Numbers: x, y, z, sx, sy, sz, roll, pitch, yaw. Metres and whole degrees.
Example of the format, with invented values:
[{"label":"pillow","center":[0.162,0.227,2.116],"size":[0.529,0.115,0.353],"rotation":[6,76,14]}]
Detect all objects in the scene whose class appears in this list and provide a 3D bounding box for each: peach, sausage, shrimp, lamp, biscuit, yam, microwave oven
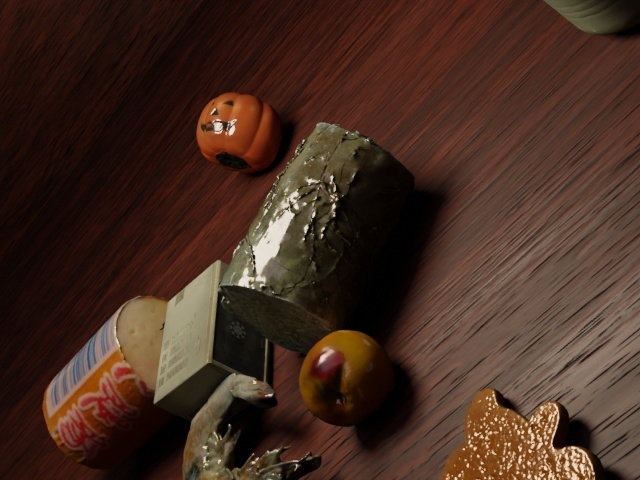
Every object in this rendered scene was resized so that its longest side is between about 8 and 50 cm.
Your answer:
[{"label":"peach","center":[0.038,0.192,1.380],"size":[0.138,0.138,0.138],"rotation":[-40,33,33]},{"label":"sausage","center":[-0.377,0.278,1.882],"size":[0.287,0.233,0.233],"rotation":[-43,32,28]},{"label":"shrimp","center":[-0.119,0.328,1.514],"size":[0.360,0.085,0.246],"rotation":[-16,65,51]},{"label":"lamp","center":[-0.172,-0.240,2.090],"size":[0.188,0.188,0.163],"rotation":[-11,58,56]},{"label":"biscuit","center":[0.231,0.258,1.086],"size":[0.250,0.036,0.165],"rotation":[3,67,64]},{"label":"yam","center":[0.000,0.000,1.544],"size":[0.241,0.241,0.348],"rotation":[8,69,61]},{"label":"microwave oven","center":[-0.192,0.194,1.742],"size":[0.194,0.145,0.240],"rotation":[-42,32,33]}]

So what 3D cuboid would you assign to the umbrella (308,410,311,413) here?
[{"label":"umbrella","center":[-0.011,0.238,1.534],"size":[0.031,0.020,0.083],"rotation":[-36,41,39]}]

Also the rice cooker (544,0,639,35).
[{"label":"rice cooker","center":[0.363,-0.415,1.295],"size":[0.226,0.244,0.226],"rotation":[-42,34,38]}]
